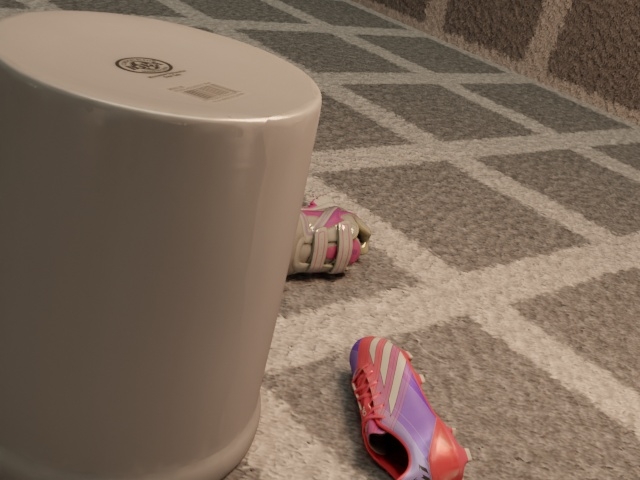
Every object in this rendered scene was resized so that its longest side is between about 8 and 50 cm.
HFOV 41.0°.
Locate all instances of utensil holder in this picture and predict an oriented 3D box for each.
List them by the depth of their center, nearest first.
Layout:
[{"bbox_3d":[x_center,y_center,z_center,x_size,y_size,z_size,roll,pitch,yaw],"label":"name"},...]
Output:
[{"bbox_3d":[-0.188,0.005,0.843,0.327,0.386,0.328,11,25,-5],"label":"utensil holder"}]

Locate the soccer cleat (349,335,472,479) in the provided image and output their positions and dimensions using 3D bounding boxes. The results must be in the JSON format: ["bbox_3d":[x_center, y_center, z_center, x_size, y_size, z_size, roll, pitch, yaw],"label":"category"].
[{"bbox_3d":[0.076,0.190,0.962,0.095,0.083,0.248,-3,32,-24],"label":"soccer cleat"}]

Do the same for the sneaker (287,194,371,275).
[{"bbox_3d":[0.000,0.000,1.287,0.111,0.103,0.252,23,27,22],"label":"sneaker"}]
